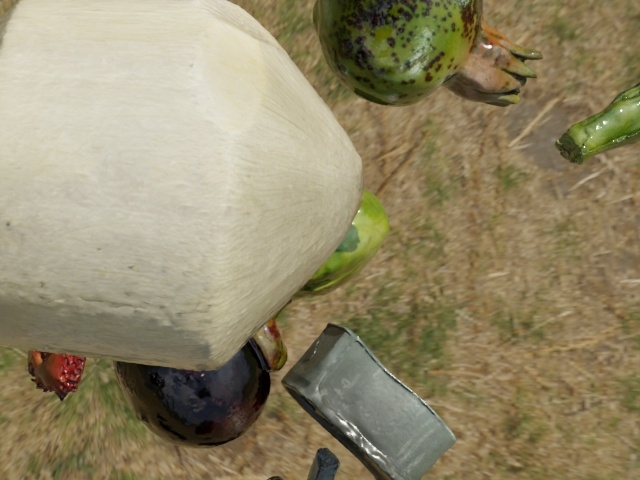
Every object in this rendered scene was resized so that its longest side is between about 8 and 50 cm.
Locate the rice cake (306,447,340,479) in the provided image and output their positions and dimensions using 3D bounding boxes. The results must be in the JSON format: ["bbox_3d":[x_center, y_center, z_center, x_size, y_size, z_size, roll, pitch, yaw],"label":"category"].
[{"bbox_3d":[-0.015,0.380,1.802,0.033,0.033,0.207,4,116,-27],"label":"rice cake"}]

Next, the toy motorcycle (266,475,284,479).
[{"bbox_3d":[-0.109,0.439,1.808,0.225,0.073,0.152,-37,132,-49],"label":"toy motorcycle"}]

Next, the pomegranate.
[{"bbox_3d":[0.120,-0.252,1.563,0.276,0.204,0.222,32,81,-41],"label":"pomegranate"}]

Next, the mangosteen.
[{"bbox_3d":[-0.131,0.136,1.601,0.250,0.211,0.211,-33,91,-21],"label":"mangosteen"}]

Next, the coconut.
[{"bbox_3d":[-0.105,-0.038,0.814,0.266,0.237,0.237,7,83,2],"label":"coconut"}]

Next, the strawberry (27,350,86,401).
[{"bbox_3d":[-0.331,0.140,1.619,0.048,0.152,0.104,-6,48,-33],"label":"strawberry"}]

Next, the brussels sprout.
[{"bbox_3d":[0.000,0.000,1.888,0.223,0.223,0.161,-35,106,-11],"label":"brussels sprout"}]

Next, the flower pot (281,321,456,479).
[{"bbox_3d":[0.063,0.222,1.684,0.229,0.103,0.108,44,76,-10],"label":"flower pot"}]

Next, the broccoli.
[{"bbox_3d":[0.455,-0.192,1.782,0.304,0.165,0.145,-31,83,-15],"label":"broccoli"}]
